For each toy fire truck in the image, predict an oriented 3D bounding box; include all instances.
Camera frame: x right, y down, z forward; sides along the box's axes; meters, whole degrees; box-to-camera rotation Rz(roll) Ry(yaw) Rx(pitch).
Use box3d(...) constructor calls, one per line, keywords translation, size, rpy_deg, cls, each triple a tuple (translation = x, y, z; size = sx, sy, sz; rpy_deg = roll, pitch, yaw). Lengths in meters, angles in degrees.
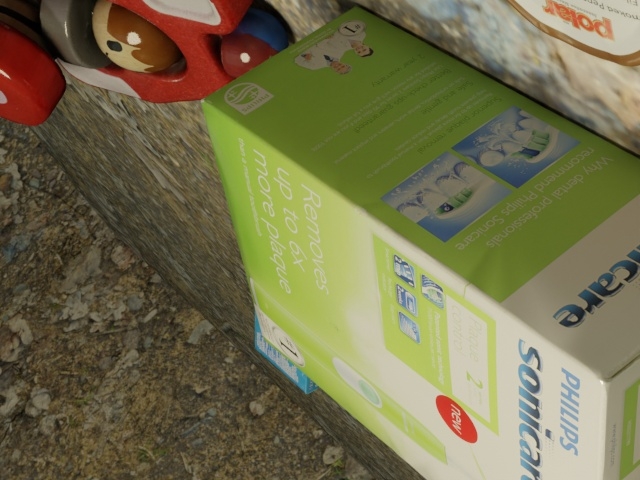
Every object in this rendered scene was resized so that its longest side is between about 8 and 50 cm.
box3d(translation=(-0.154, -0.184, 0.776), size=(0.254, 0.169, 0.302), rpy_deg=(19, 159, 25), cls="toy fire truck")

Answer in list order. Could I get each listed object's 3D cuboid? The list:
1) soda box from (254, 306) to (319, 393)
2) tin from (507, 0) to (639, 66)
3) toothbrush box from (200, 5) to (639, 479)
box3d(translation=(0.000, 0.000, 0.807), size=(0.067, 0.071, 0.210), rpy_deg=(37, 138, 40), cls="soda box")
box3d(translation=(0.077, -0.135, 0.380), size=(0.106, 0.040, 0.189), rpy_deg=(41, 169, 44), cls="tin")
box3d(translation=(0.080, 0.030, 0.626), size=(0.283, 0.122, 0.206), rpy_deg=(36, 151, 36), cls="toothbrush box")
